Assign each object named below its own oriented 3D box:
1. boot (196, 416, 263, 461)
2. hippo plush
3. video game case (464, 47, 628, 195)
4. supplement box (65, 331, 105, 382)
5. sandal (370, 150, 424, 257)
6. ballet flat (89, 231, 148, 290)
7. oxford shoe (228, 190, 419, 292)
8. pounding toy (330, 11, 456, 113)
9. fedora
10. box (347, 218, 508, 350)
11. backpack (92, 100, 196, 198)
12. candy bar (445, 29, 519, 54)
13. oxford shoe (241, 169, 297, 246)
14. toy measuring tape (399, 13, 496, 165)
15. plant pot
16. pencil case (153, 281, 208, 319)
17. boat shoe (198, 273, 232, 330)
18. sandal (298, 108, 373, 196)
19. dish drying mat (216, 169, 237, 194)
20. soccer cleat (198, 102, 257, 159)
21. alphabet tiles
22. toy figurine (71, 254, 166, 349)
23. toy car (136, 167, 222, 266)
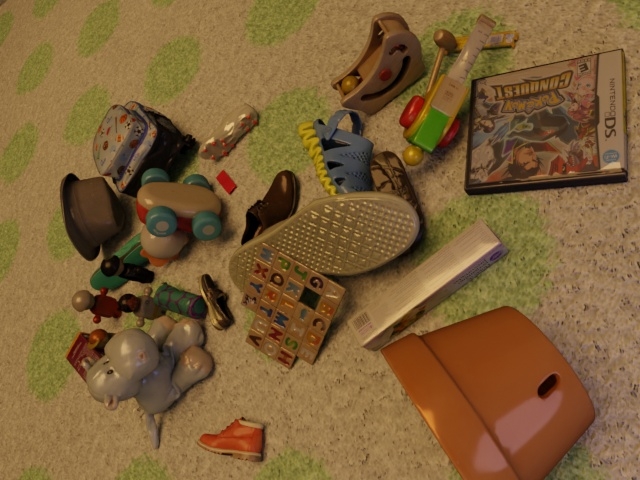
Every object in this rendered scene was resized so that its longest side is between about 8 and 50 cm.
[{"bbox_3d":[-0.191,0.419,1.140,0.158,0.059,0.084,-1,68,25],"label":"boot"},{"bbox_3d":[-0.431,0.288,1.234,0.294,0.237,0.234,-52,53,6],"label":"hippo plush"},{"bbox_3d":[0.413,-0.214,0.992,0.275,0.035,0.248,-3,71,33],"label":"video game case"},{"bbox_3d":[-0.570,0.325,1.397,0.188,0.104,0.080,28,89,38],"label":"supplement box"},{"bbox_3d":[0.154,-0.074,1.089,0.090,0.060,0.219,-18,77,11],"label":"sandal"},{"bbox_3d":[-0.554,0.056,1.520,0.247,0.083,0.087,-34,32,19],"label":"ballet flat"},{"bbox_3d":[0.000,0.000,1.101,0.449,0.130,0.169,-21,99,34],"label":"oxford shoe"},{"bbox_3d":[0.155,-0.371,1.144,0.269,0.154,0.154,-37,55,23],"label":"pounding toy"},{"bbox_3d":[-0.660,-0.086,1.577,0.124,0.243,0.275,-19,48,-6],"label":"fedora"},{"bbox_3d":[0.196,0.090,1.000,0.324,0.063,0.067,-41,56,14],"label":"box"},{"bbox_3d":[-0.539,-0.274,1.559,0.276,0.213,0.263,-51,42,10],"label":"backpack"},{"bbox_3d":[0.338,-0.421,1.134,0.162,0.018,0.040,8,80,35],"label":"candy bar"},{"bbox_3d":[-0.121,-0.070,1.258,0.083,0.096,0.227,11,77,38],"label":"oxford shoe"},{"bbox_3d":[0.249,-0.296,1.087,0.121,0.121,0.330,24,85,38],"label":"toy measuring tape"},{"bbox_3d":[0.251,0.232,0.791,0.204,0.291,0.291,-34,55,0],"label":"plant pot"},{"bbox_3d":[-0.350,0.152,1.342,0.152,0.070,0.064,12,112,35],"label":"pencil case"},{"bbox_3d":[-0.250,0.142,1.290,0.049,0.056,0.152,-32,66,14],"label":"boat shoe"},{"bbox_3d":[0.058,-0.178,1.166,0.138,0.126,0.317,-33,58,15],"label":"sandal"},{"bbox_3d":[-0.254,-0.157,1.435,0.032,0.008,0.083,-48,52,8],"label":"dish drying mat"},{"bbox_3d":[-0.255,-0.296,1.458,0.196,0.068,0.076,-38,50,7],"label":"soccer cleat"},{"bbox_3d":[-0.074,0.148,1.106,0.198,0.009,0.237,28,114,14],"label":"alphabet tiles"},{"bbox_3d":[-0.534,0.170,1.406,0.213,0.148,0.209,-44,54,12],"label":"toy figurine"},{"bbox_3d":[-0.384,-0.029,1.395,0.238,0.210,0.219,-67,32,31],"label":"toy car"}]
